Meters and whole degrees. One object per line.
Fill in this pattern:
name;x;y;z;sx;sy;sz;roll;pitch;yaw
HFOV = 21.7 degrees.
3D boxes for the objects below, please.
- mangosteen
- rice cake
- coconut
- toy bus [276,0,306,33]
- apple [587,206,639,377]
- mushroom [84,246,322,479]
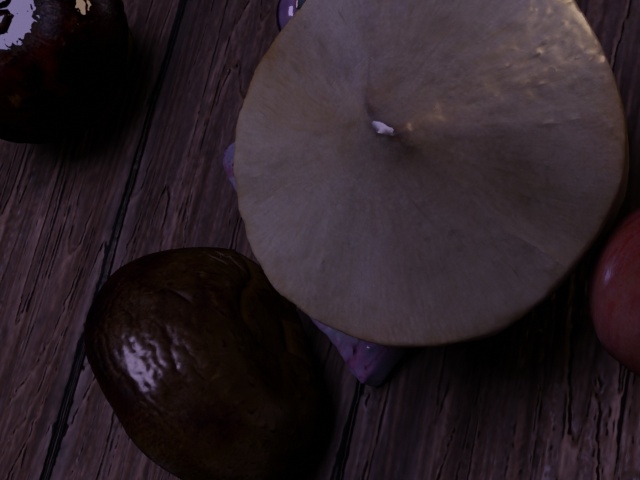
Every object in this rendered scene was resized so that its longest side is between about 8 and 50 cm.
mangosteen;-0.276;-0.189;1.630;0.210;0.210;0.210;-16;56;25
rice cake;-0.002;0.003;1.430;0.081;0.051;0.290;-39;49;9
coconut;0.082;-0.062;1.226;0.329;0.329;0.328;-16;56;25
toy bus;0.060;-0.212;1.457;0.142;0.142;0.202;-6;59;31
apple;0.259;0.045;1.173;0.153;0.153;0.120;38;106;41
mushroom;-0.086;0.093;1.340;0.138;0.194;0.231;-37;60;11
